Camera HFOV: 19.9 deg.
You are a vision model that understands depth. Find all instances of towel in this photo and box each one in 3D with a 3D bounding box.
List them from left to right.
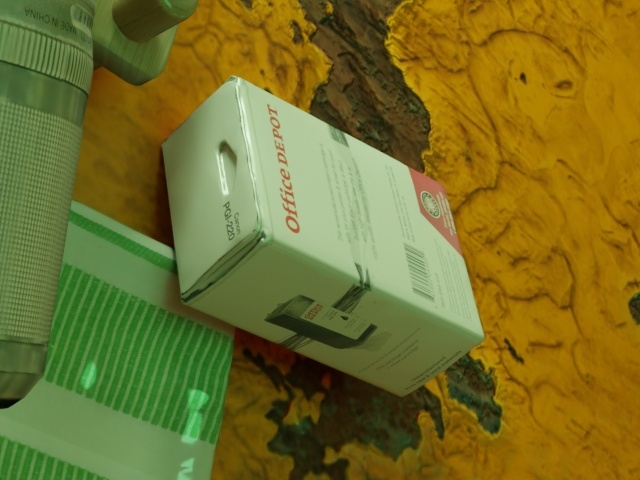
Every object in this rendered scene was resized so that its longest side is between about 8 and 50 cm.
[{"bbox_3d":[-0.163,0.134,1.181,0.248,0.038,0.324,27,59,-36],"label":"towel"}]

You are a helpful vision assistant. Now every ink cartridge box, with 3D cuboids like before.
[{"bbox_3d":[0.000,0.000,1.311,0.218,0.092,0.158,27,37,-37],"label":"ink cartridge box"}]

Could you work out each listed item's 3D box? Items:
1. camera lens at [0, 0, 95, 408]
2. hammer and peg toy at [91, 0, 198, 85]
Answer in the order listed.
[{"bbox_3d":[-0.243,-0.045,0.998,0.219,0.219,0.274,13,84,-41],"label":"camera lens"},{"bbox_3d":[-0.173,-0.315,1.257,0.266,0.127,0.361,32,56,-30],"label":"hammer and peg toy"}]
